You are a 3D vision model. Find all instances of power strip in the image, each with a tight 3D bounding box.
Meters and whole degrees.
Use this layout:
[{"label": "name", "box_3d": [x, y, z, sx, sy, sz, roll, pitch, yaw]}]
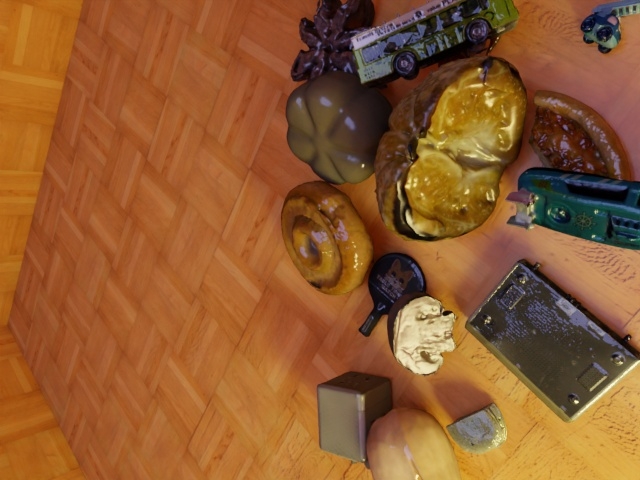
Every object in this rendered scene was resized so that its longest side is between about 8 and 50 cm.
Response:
[{"label": "power strip", "box_3d": [0.085, 0.449, 1.190, 0.139, 0.140, 0.224, -1, 92, 38]}]

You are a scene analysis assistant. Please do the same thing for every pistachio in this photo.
[{"label": "pistachio", "box_3d": [0.211, 0.506, 1.063, 0.187, 0.187, 0.299, -25, 85, 37]}]

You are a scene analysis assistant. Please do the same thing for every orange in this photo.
[{"label": "orange", "box_3d": [0.240, -0.175, 0.962, 0.368, 0.271, 0.210, -69, 27, 17]}]

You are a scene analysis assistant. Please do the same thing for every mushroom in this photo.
[{"label": "mushroom", "box_3d": [0.210, 0.194, 1.088, 0.117, 0.141, 0.188, -140, 44, -63]}]

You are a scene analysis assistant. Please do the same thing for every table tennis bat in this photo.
[{"label": "table tennis bat", "box_3d": [0.162, 0.137, 1.184, 0.150, 0.027, 0.236, 43, 115, 28]}]

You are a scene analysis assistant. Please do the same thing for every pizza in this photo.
[{"label": "pizza", "box_3d": [0.466, -0.165, 0.896, 0.134, 0.056, 0.271, -26, 76, 28]}]

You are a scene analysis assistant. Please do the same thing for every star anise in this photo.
[{"label": "star anise", "box_3d": [0.042, -0.453, 1.182, 0.332, 0.118, 0.331, 9, 103, 40]}]

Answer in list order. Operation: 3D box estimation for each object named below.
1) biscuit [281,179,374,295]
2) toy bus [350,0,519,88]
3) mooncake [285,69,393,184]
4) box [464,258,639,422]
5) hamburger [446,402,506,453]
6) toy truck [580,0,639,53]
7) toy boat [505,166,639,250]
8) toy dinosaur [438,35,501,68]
[{"label": "biscuit", "box_3d": [0.000, 0.000, 1.206, 0.296, 0.102, 0.296, 33, 135, 41]}, {"label": "toy bus", "box_3d": [0.207, -0.401, 0.936, 0.302, 0.113, 0.139, -19, 94, 18]}, {"label": "mooncake", "box_3d": [0.037, -0.250, 1.127, 0.275, 0.135, 0.275, 27, 142, 23]}, {"label": "box", "box_3d": [0.438, 0.188, 0.949, 0.270, 0.045, 0.211, 47, 121, 27]}, {"label": "hamburger", "box_3d": [0.340, 0.406, 1.040, 0.121, 0.054, 0.084, -40, 67, 26]}, {"label": "toy truck", "box_3d": [0.508, -0.382, 0.854, 0.090, 0.056, 0.073, -46, 59, 18]}, {"label": "toy boat", "box_3d": [0.475, -0.034, 0.834, 0.299, 0.092, 0.134, 18, 143, 39]}, {"label": "toy dinosaur", "box_3d": [0.263, -0.429, 1.009, 0.206, 0.113, 0.327, 49, 122, 26]}]
